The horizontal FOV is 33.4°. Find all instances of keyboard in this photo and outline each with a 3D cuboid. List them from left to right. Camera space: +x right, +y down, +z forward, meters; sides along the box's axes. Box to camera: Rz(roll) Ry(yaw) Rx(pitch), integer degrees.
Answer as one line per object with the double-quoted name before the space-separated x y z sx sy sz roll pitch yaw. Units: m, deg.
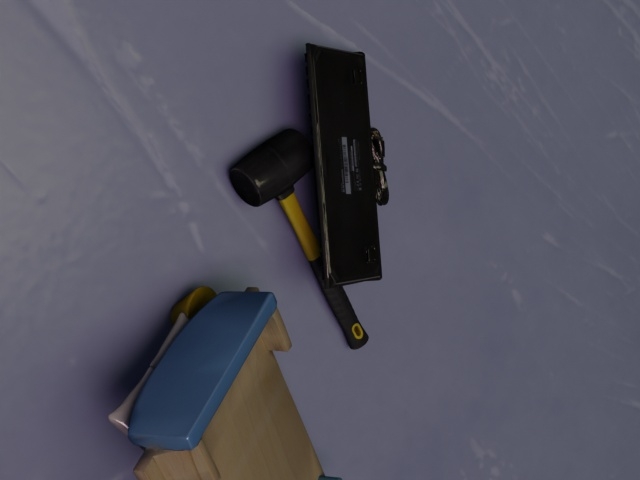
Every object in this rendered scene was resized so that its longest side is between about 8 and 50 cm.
"keyboard" 0.021 -0.057 0.819 0.108 0.023 0.180 -6 92 -58

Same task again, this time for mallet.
"mallet" 0.000 0.000 0.829 0.062 0.039 0.189 -46 120 -23

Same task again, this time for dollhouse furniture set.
"dollhouse furniture set" -0.117 0.222 0.751 0.303 0.198 0.286 -61 140 -45
